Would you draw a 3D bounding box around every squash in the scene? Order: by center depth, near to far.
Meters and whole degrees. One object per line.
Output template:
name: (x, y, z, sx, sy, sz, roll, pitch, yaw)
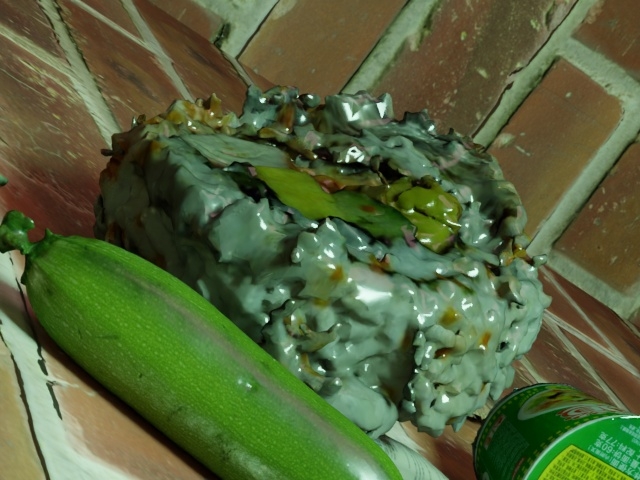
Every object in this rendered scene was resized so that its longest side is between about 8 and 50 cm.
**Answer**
squash: (-0.089, 0.103, 1.447, 0.378, 0.101, 0.101, 36, 10, 4)

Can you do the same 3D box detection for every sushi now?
sushi: (-0.001, 0.002, 1.653, 0.417, 0.176, 0.417, 18, 24, -8)

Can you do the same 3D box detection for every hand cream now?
hand cream: (0.058, 0.196, 1.671, 0.095, 0.059, 0.276, 40, 6, 31)

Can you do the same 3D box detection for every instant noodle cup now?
instant noodle cup: (0.241, 0.226, 1.792, 0.207, 0.207, 0.233, 35, 3, -14)

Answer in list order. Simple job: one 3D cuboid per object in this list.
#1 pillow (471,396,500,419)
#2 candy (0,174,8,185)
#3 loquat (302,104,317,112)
pillow: (0.132, 0.155, 2.158, 0.135, 0.034, 0.211, 39, 8, 31)
candy: (-0.338, -0.098, 1.672, 0.202, 0.061, 0.061, 40, 6, -40)
loquat: (-0.002, -0.023, 1.955, 0.235, 0.235, 0.235, 36, 10, -7)
